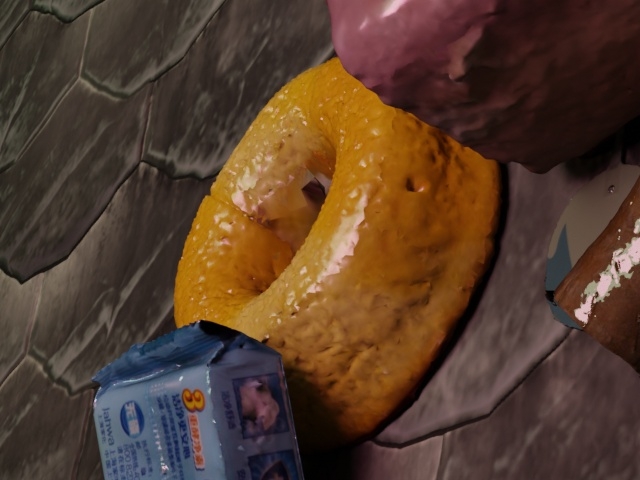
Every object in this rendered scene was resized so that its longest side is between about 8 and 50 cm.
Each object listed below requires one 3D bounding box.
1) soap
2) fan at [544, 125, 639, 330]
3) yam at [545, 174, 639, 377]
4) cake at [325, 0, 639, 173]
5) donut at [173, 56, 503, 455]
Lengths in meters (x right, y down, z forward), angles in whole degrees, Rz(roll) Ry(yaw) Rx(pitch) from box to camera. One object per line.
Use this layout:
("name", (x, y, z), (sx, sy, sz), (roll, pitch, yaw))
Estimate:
("soap", (-0.073, 0.206, 1.320), (0.156, 0.077, 0.293), (-17, 80, 47))
("fan", (0.186, -0.025, 1.243), (0.113, 0.005, 0.175), (-20, 53, 52))
("yam", (0.198, 0.008, 1.126), (0.127, 0.084, 0.084), (-55, 31, 15))
("cake", (0.124, -0.225, 1.222), (0.230, 0.237, 0.309), (-34, 51, 31))
("donut", (0.000, 0.000, 1.419), (0.303, 0.110, 0.303), (-38, 38, 38))
